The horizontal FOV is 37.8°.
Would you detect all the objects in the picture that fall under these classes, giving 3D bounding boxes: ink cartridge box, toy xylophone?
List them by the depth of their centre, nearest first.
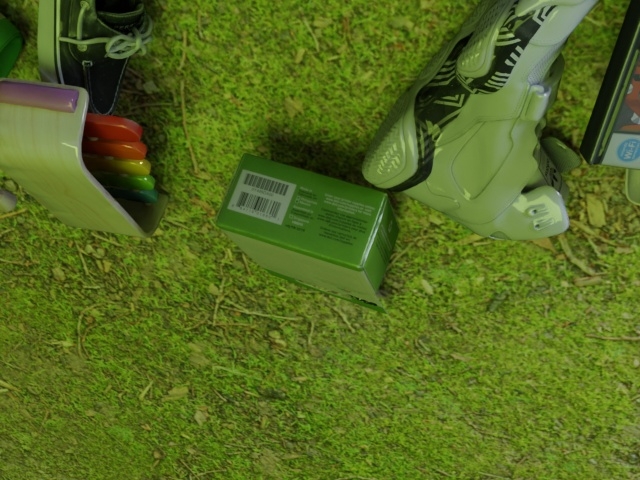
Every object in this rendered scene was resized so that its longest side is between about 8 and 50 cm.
[{"bbox_3d":[-0.317,-0.088,1.136,0.236,0.081,0.322,11,162,4],"label":"toy xylophone"},{"bbox_3d":[0.000,0.000,1.184,0.189,0.097,0.255,17,168,16],"label":"ink cartridge box"}]

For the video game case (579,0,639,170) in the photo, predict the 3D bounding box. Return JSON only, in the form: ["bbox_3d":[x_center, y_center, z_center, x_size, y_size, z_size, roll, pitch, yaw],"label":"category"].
[{"bbox_3d":[0.398,-0.179,0.853,0.248,0.035,0.275,7,122,-7],"label":"video game case"}]

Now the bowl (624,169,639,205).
[{"bbox_3d":[0.400,-0.099,0.987,0.142,0.053,0.142,7,132,15],"label":"bowl"}]

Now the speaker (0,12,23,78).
[{"bbox_3d":[-0.512,-0.281,1.108,0.296,0.131,0.131,32,133,-8],"label":"speaker"}]

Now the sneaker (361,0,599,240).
[{"bbox_3d":[0.214,-0.134,0.973,0.210,0.137,0.366,33,137,-10],"label":"sneaker"}]

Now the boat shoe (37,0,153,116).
[{"bbox_3d":[-0.242,-0.249,1.048,0.105,0.113,0.306,24,126,19],"label":"boat shoe"}]
